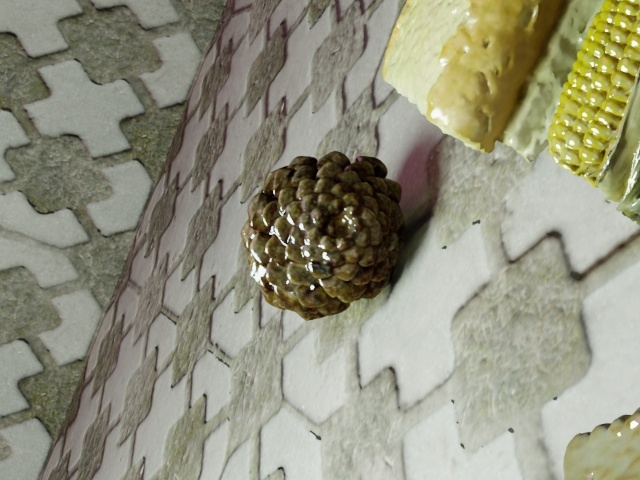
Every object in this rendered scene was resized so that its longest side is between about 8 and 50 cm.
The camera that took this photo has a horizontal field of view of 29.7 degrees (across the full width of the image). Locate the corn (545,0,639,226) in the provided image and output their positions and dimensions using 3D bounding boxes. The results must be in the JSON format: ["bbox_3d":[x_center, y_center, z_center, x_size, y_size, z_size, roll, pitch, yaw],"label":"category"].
[{"bbox_3d":[0.271,-0.162,0.893,0.123,0.122,0.305,36,109,43],"label":"corn"}]

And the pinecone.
[{"bbox_3d":[0.005,-0.001,1.366,0.204,0.184,0.179,81,-179,-78],"label":"pinecone"}]

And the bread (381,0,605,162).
[{"bbox_3d":[0.201,-0.272,1.119,0.236,0.165,0.375,-118,50,-70],"label":"bread"}]

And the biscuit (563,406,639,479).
[{"bbox_3d":[0.244,0.160,0.695,0.325,0.044,0.217,-46,27,49],"label":"biscuit"}]
